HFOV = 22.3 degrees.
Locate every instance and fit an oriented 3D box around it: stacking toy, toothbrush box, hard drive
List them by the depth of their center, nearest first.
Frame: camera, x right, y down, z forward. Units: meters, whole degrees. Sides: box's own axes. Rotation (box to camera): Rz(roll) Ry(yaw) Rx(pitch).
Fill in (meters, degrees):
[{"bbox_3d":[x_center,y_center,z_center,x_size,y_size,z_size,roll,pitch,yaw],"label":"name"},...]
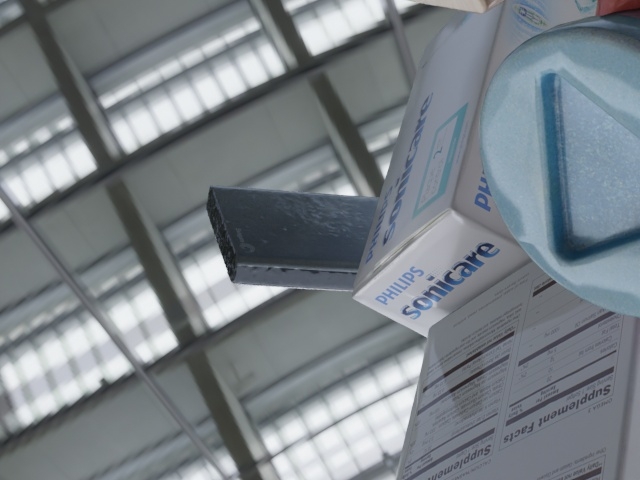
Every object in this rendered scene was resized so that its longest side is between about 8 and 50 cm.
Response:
[{"bbox_3d":[0.094,-0.128,0.653,0.279,0.309,0.130,35,-132,26],"label":"stacking toy"},{"bbox_3d":[0.192,-0.008,1.008,0.295,0.126,0.216,28,-127,-13],"label":"toothbrush box"},{"bbox_3d":[0.000,0.000,1.045,0.135,0.022,0.094,3,-149,-18],"label":"hard drive"}]

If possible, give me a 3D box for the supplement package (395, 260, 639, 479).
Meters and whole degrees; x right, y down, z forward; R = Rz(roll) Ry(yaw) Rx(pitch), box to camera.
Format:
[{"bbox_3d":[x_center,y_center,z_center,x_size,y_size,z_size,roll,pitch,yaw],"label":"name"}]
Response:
[{"bbox_3d":[0.164,0.157,0.824,0.199,0.198,0.263,32,-131,-18],"label":"supplement package"}]
